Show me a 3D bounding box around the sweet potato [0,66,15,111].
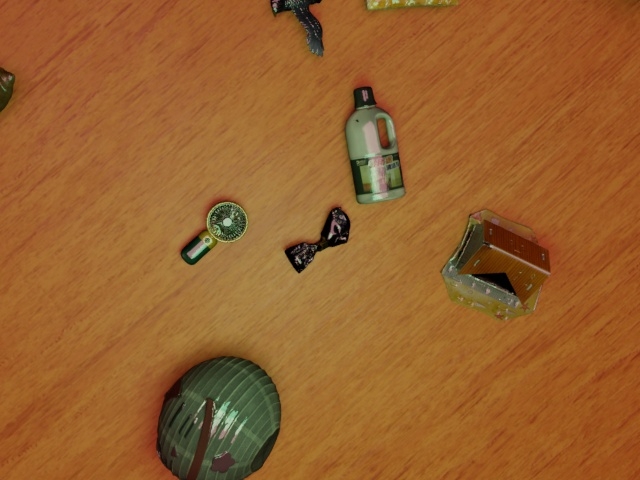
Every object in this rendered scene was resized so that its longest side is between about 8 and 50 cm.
[{"bbox_3d":[-0.754,-0.244,1.766,0.423,0.130,0.130,-9,97,-1],"label":"sweet potato"}]

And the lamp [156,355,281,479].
[{"bbox_3d":[-0.199,0.346,1.854,0.233,0.233,0.265,16,110,-9],"label":"lamp"}]

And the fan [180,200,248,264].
[{"bbox_3d":[-0.210,-0.014,1.903,0.155,0.039,0.082,-41,100,0],"label":"fan"}]

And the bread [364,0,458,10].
[{"bbox_3d":[0.174,-0.510,1.884,0.188,0.068,0.125,-4,97,-7],"label":"bread"}]

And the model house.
[{"bbox_3d":[0.376,0.063,1.939,0.219,0.136,0.207,26,91,-9],"label":"model house"}]

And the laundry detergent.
[{"bbox_3d":[0.101,-0.189,1.910,0.099,0.070,0.225,-10,96,2],"label":"laundry detergent"}]

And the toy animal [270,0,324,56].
[{"bbox_3d":[-0.044,-0.456,1.865,0.108,0.062,0.220,-10,91,-6],"label":"toy animal"}]

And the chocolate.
[{"bbox_3d":[0.001,0.003,1.922,0.147,0.070,0.072,-36,127,-2],"label":"chocolate"}]
